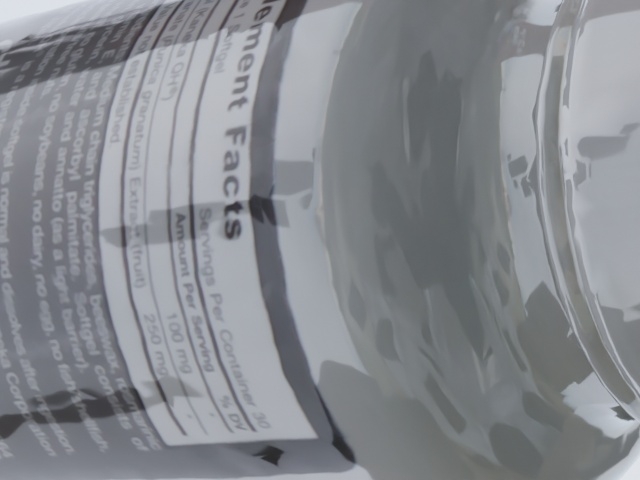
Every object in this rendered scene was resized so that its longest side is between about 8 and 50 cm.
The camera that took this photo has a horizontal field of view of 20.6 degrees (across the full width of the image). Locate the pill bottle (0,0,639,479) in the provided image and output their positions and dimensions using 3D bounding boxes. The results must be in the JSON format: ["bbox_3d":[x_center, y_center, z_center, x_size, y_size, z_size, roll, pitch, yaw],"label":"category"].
[{"bbox_3d":[0.000,0.000,0.528,0.176,0.318,0.176,13,-106,-51],"label":"pill bottle"}]
